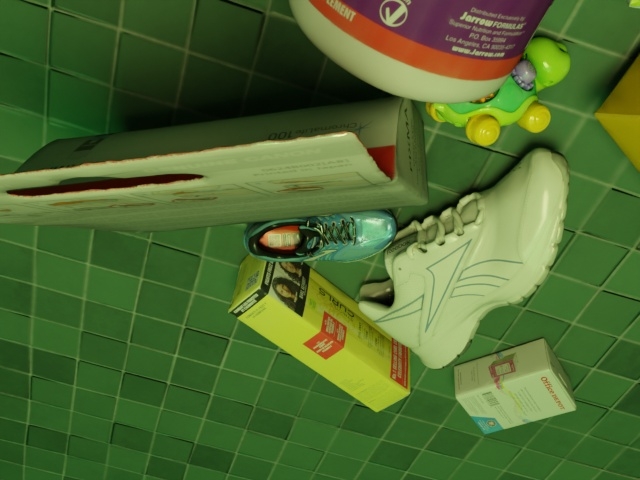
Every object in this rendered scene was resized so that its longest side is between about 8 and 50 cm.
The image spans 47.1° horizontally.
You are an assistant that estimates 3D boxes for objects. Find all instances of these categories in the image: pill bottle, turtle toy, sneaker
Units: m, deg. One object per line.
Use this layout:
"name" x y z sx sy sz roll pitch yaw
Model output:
"pill bottle" 0.106 -0.260 0.460 0.181 0.181 0.323 18 130 -8
"turtle toy" 0.153 -0.132 0.624 0.130 0.095 0.066 -16 120 -16
"sneaker" 0.140 0.019 0.748 0.129 0.111 0.297 27 128 -8
"sneaker" 0.000 0.000 0.748 0.162 0.073 0.063 -8 98 1

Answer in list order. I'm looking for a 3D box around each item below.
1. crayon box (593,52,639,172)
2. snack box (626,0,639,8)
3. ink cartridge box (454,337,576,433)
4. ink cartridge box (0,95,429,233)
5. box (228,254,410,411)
"crayon box" 0.439 -0.007 0.558 0.363 0.313 0.106 42 84 -25
"snack box" 0.342 -0.244 0.517 0.207 0.070 0.175 9 130 1
"ink cartridge box" 0.240 0.182 0.906 0.122 0.052 0.088 -22 125 25
"ink cartridge box" -0.089 -0.065 0.549 0.308 0.385 0.091 -5 87 13
"box" 0.006 0.101 0.845 0.232 0.087 0.058 39 124 -23
